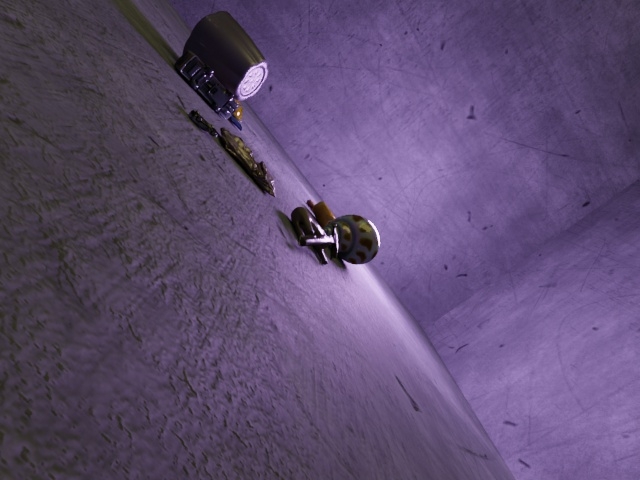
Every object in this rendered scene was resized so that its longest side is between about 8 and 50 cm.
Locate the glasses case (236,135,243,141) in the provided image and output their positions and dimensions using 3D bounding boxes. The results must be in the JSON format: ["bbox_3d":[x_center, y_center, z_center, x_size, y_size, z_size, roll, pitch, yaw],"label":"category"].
[{"bbox_3d":[-0.280,-0.340,1.493,0.033,0.023,0.083,51,6,-43],"label":"glasses case"}]

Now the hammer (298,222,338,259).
[{"bbox_3d":[-0.001,0.000,1.316,0.297,0.026,0.125,2,84,-70],"label":"hammer"}]

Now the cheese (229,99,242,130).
[{"bbox_3d":[-0.375,-0.560,1.809,0.156,0.064,0.250,44,21,-48],"label":"cheese"}]

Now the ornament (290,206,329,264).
[{"bbox_3d":[-0.022,-0.026,1.467,0.230,0.061,0.245,49,12,-37],"label":"ornament"}]

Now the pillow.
[{"bbox_3d":[-0.218,-0.244,1.328,0.248,0.049,0.135,45,14,-32],"label":"pillow"}]

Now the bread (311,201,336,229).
[{"bbox_3d":[0.028,-0.104,2.108,0.134,0.085,0.173,52,5,-34],"label":"bread"}]

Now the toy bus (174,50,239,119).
[{"bbox_3d":[-0.394,-0.544,1.501,0.106,0.092,0.268,47,2,34],"label":"toy bus"}]

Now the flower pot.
[{"bbox_3d":[-0.339,-0.676,1.621,0.243,0.265,0.265,41,6,3],"label":"flower pot"}]

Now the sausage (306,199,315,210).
[{"bbox_3d":[-0.024,-0.154,2.234,0.147,0.030,0.035,52,6,-9],"label":"sausage"}]

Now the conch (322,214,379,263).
[{"bbox_3d":[0.138,-0.005,1.918,0.249,0.197,0.368,1,-34,48],"label":"conch"}]

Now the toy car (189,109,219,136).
[{"bbox_3d":[-0.306,-0.304,1.125,0.093,0.025,0.041,43,13,-40],"label":"toy car"}]
